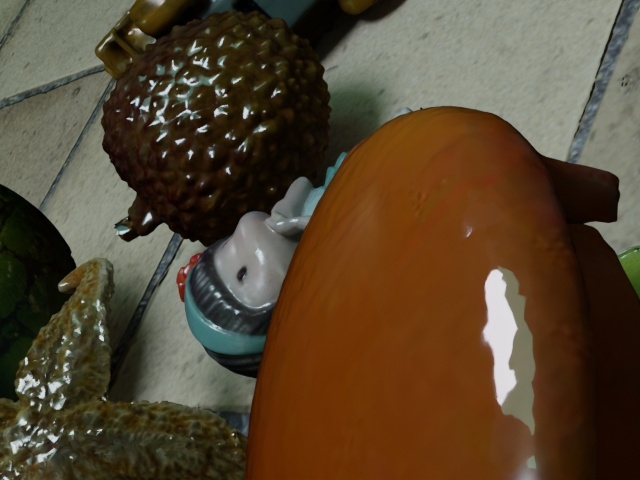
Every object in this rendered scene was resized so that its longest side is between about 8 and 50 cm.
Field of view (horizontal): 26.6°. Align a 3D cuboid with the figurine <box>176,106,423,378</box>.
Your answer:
[{"bbox_3d":[0.000,0.000,1.018,0.245,0.110,0.138,-40,22,10],"label":"figurine"}]

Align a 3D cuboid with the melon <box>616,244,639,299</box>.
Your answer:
[{"bbox_3d":[0.144,0.037,0.830,0.118,0.064,0.209,-46,28,7],"label":"melon"}]

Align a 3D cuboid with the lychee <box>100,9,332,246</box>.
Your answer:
[{"bbox_3d":[-0.092,-0.087,1.155,0.238,0.200,0.200,-51,29,15],"label":"lychee"}]

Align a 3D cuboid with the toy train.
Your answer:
[{"bbox_3d":[-0.050,-0.265,1.325,0.369,0.163,0.231,-47,18,4],"label":"toy train"}]

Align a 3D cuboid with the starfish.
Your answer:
[{"bbox_3d":[-0.176,0.154,0.938,0.375,0.094,0.327,5,67,9],"label":"starfish"}]

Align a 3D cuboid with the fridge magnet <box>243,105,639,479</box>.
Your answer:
[{"bbox_3d":[0.051,0.114,0.675,0.363,0.155,0.363,-172,90,-73],"label":"fridge magnet"}]

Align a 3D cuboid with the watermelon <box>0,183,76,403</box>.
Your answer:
[{"bbox_3d":[-0.365,0.106,1.149,0.363,0.363,0.363,-33,34,26],"label":"watermelon"}]
